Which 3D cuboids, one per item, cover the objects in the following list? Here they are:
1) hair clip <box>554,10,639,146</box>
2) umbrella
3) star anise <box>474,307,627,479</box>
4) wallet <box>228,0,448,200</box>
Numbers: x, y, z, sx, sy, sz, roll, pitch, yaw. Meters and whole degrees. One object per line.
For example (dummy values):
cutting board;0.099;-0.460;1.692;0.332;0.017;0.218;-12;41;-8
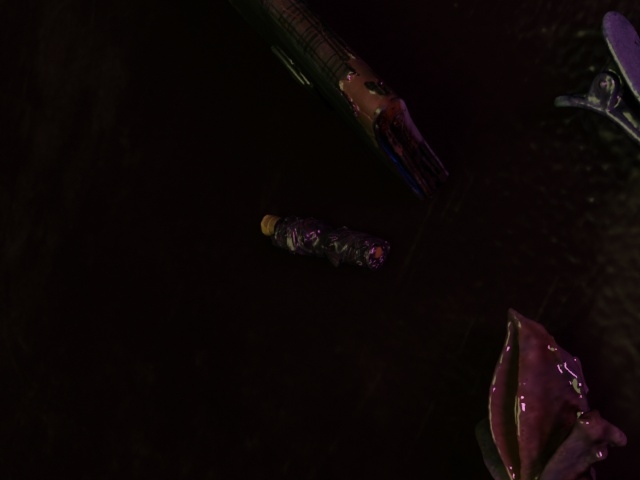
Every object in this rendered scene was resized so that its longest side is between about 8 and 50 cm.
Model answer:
hair clip;0.285;-0.049;0.835;0.275;0.048;0.083;43;122;24
umbrella;0.000;0.000;1.103;0.144;0.040;0.037;14;115;42
star anise;0.201;0.200;0.899;0.198;0.111;0.257;90;155;-43
wallet;-0.019;-0.170;1.016;0.044;0.169;0.317;-41;64;-1
